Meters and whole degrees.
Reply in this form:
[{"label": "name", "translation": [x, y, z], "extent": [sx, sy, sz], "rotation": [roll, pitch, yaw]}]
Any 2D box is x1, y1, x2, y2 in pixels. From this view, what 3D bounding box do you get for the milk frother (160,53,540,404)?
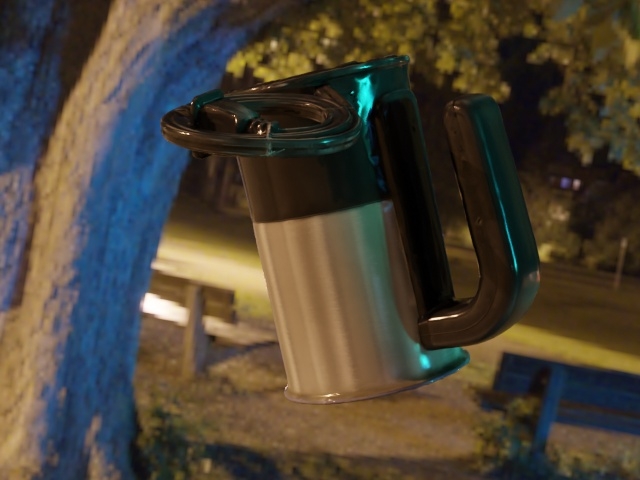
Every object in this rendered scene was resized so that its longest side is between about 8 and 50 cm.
[{"label": "milk frother", "translation": [0.000, 0.000, 0.513], "extent": [0.143, 0.135, 0.129], "rotation": [-17, 7, -35]}]
